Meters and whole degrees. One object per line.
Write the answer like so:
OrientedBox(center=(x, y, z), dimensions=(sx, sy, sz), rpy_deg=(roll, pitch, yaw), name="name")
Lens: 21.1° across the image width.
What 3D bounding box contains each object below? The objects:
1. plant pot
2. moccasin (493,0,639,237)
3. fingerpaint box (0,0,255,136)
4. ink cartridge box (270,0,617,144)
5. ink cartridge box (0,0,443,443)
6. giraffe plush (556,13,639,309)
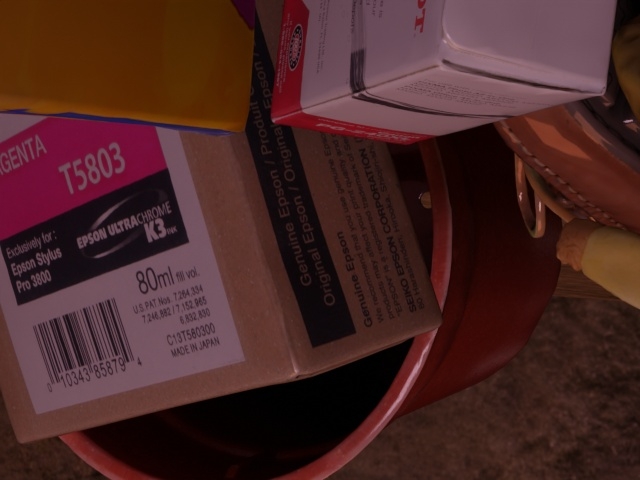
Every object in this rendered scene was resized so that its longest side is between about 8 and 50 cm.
OrientedBox(center=(0.000, 0.000, 0.975), dimensions=(0.272, 0.272, 0.265), rpy_deg=(4, -179, 27), name="plant pot")
OrientedBox(center=(0.147, -0.059, 0.802), dimensions=(0.147, 0.139, 0.380), rpy_deg=(-6, 179, 26), name="moccasin")
OrientedBox(center=(-0.278, -0.119, 0.313), dimensions=(0.445, 0.163, 0.371), rpy_deg=(5, -178, 21), name="fingerpaint box")
OrientedBox(center=(0.042, -0.096, 0.588), dimensions=(0.063, 0.109, 0.150), rpy_deg=(10, 174, -22), name="ink cartridge box")
OrientedBox(center=(-0.075, -0.023, 0.760), dimensions=(0.088, 0.193, 0.235), rpy_deg=(-17, 178, -39), name="ink cartridge box")
OrientedBox(center=(0.193, 0.016, 0.585), dimensions=(0.181, 0.210, 0.170), rpy_deg=(-2, 131, 34), name="giraffe plush")
